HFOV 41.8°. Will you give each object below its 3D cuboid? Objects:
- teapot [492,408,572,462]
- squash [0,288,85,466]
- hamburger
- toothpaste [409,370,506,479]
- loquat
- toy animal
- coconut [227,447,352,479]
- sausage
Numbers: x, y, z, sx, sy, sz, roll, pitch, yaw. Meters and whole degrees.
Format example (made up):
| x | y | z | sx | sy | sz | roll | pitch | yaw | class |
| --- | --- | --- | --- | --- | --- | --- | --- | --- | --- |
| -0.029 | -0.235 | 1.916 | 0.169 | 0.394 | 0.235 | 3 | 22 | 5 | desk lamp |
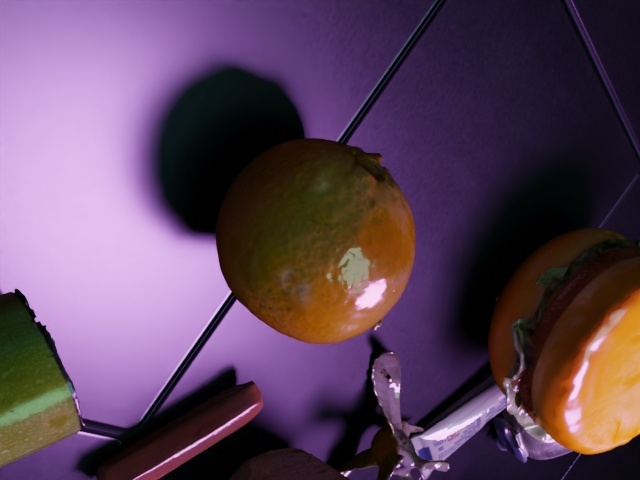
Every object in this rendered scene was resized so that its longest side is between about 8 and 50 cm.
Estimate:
| x | y | z | sx | sy | sz | roll | pitch | yaw | class |
| --- | --- | --- | --- | --- | --- | --- | --- | --- | --- |
| 0.270 | 0.225 | 1.076 | 0.108 | 0.149 | 0.111 | -31 | 101 | -5 | teapot |
| -0.231 | 0.102 | 0.438 | 0.188 | 0.095 | 0.095 | -25 | 134 | -26 | squash |
| 0.280 | 0.100 | 0.906 | 0.246 | 0.170 | 0.246 | -16 | 123 | -26 | hamburger |
| 0.213 | 0.182 | 1.003 | 0.268 | 0.047 | 0.069 | -35 | 158 | -19 | toothpaste |
| 0.000 | 0.000 | 0.564 | 0.141 | 0.141 | 0.141 | -27 | 136 | -31 | loquat |
| 0.080 | 0.219 | 0.851 | 0.155 | 0.095 | 0.219 | 13 | 109 | -46 | toy animal |
| -0.030 | 0.283 | 0.715 | 0.194 | 0.194 | 0.194 | -27 | 136 | -31 | coconut |
| -0.108 | 0.154 | 0.649 | 0.147 | 0.035 | 0.030 | -27 | 104 | -29 | sausage |
